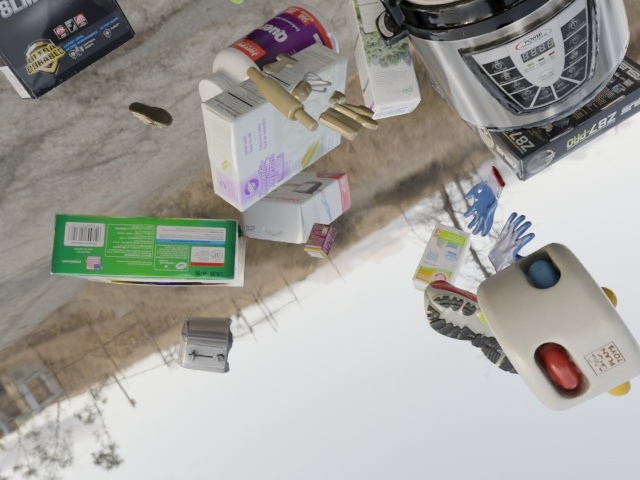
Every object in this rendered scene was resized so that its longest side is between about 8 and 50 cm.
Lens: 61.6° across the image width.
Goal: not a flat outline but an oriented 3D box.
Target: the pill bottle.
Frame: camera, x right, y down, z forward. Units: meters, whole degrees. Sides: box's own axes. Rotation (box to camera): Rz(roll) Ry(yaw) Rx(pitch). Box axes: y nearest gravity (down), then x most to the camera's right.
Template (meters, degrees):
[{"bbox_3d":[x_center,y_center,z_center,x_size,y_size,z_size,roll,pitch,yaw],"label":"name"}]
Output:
[{"bbox_3d":[-0.119,-0.399,1.247,0.323,0.181,0.182,-44,-169,-24],"label":"pill bottle"}]

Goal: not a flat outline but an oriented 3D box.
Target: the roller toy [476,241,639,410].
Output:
[{"bbox_3d":[0.312,0.108,0.693,0.146,0.209,0.191,-34,152,17],"label":"roller toy"}]

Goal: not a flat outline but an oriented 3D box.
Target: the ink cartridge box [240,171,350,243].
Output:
[{"bbox_3d":[-0.072,-0.115,1.694,0.226,0.131,0.306,6,-155,28],"label":"ink cartridge box"}]

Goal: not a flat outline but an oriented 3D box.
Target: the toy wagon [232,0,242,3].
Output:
[{"bbox_3d":[-0.172,-0.739,1.237,0.267,0.344,0.068,-27,-179,37],"label":"toy wagon"}]

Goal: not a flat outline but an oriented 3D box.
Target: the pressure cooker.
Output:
[{"bbox_3d":[0.321,-0.445,0.963,0.376,0.420,0.369,19,-105,43],"label":"pressure cooker"}]

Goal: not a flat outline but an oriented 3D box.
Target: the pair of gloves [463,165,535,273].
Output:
[{"bbox_3d":[0.323,-0.029,0.988,0.023,0.198,0.159,-11,150,-13],"label":"pair of gloves"}]

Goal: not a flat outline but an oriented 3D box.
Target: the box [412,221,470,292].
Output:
[{"bbox_3d":[0.372,0.066,1.645,0.203,0.114,0.103,-63,158,-14],"label":"box"}]

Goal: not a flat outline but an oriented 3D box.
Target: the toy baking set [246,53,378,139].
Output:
[{"bbox_3d":[-0.018,-0.229,0.855,0.197,0.256,0.030,-15,140,-51],"label":"toy baking set"}]

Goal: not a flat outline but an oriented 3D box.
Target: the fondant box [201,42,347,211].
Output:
[{"bbox_3d":[-0.088,-0.246,1.157,0.330,0.096,0.238,-38,150,-30],"label":"fondant box"}]

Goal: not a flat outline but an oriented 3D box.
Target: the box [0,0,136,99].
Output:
[{"bbox_3d":[-0.589,-0.498,1.131,0.073,0.293,0.295,14,-130,40],"label":"box"}]

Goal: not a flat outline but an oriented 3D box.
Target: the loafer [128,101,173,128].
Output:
[{"bbox_3d":[-0.516,-0.381,1.649,0.056,0.148,0.050,-61,170,-22],"label":"loafer"}]

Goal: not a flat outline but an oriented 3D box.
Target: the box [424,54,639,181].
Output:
[{"bbox_3d":[0.470,-0.360,1.210,0.318,0.394,0.097,-31,145,1],"label":"box"}]

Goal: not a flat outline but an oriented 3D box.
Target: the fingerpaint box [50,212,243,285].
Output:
[{"bbox_3d":[-0.442,0.042,1.488,0.446,0.163,0.371,2,173,-5],"label":"fingerpaint box"}]

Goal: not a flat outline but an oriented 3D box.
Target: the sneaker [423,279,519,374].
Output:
[{"bbox_3d":[0.322,0.154,1.030,0.107,0.279,0.118,-55,-170,22],"label":"sneaker"}]

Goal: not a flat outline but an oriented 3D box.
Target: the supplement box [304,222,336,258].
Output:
[{"bbox_3d":[0.000,0.000,1.422,0.055,0.043,0.083,8,-113,33],"label":"supplement box"}]

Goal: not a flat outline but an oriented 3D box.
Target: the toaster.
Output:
[{"bbox_3d":[-0.335,0.295,1.570,0.147,0.129,0.227,7,-167,-12],"label":"toaster"}]

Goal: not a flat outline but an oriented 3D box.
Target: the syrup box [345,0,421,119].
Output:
[{"bbox_3d":[0.124,-0.374,1.088,0.093,0.236,0.096,-12,178,-5],"label":"syrup box"}]
